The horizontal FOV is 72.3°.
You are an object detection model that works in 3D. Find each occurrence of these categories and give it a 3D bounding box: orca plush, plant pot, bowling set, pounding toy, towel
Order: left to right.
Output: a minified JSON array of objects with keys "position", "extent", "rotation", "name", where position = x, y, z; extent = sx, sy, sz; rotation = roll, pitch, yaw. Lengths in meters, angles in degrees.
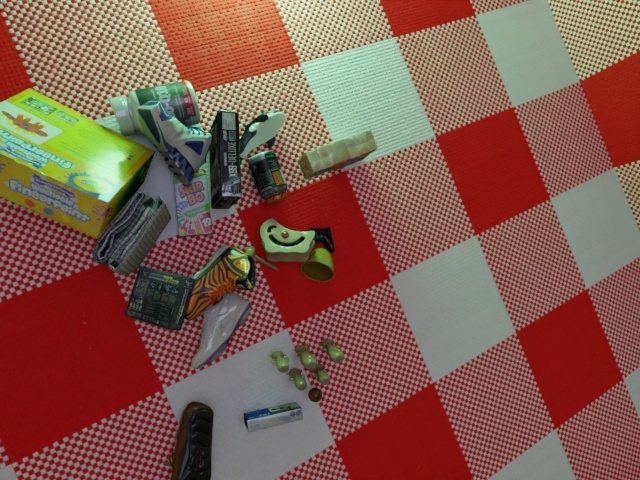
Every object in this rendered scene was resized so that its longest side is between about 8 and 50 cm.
[{"position":[-0.643,-0.027,1.500],"extent":[0.121,0.235,0.284],"rotation":[31,75,-7],"name":"towel"},{"position":[-0.266,-0.423,1.761],"extent":[0.287,0.102,0.151],"rotation":[-58,147,-5],"name":"orca plush"},{"position":[-0.157,0.017,1.726],"extent":[0.269,0.155,0.154],"rotation":[1,58,-1],"name":"pounding toy"},{"position":[-0.056,0.508,1.696],"extent":[0.286,0.154,0.200],"rotation":[-2,103,-19],"name":"bowling set"},{"position":[-0.002,0.087,1.759],"extent":[0.134,0.134,0.095],"rotation":[26,51,-14],"name":"plant pot"}]

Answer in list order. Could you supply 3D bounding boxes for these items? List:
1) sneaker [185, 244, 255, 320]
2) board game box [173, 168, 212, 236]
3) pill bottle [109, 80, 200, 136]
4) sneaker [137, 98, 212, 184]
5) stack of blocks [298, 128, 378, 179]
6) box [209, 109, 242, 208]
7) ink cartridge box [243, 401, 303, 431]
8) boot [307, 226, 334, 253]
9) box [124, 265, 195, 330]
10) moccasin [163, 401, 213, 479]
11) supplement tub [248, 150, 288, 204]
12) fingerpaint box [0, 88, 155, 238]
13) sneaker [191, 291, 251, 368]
[{"position":[-0.350,0.162,1.571],"extent":[0.180,0.125,0.321],"rotation":[19,63,22],"name":"sneaker"},{"position":[-0.487,-0.147,1.669],"extent":[0.124,0.039,0.260],"rotation":[-6,83,-19],"name":"board game box"},{"position":[-0.599,-0.477,1.600],"extent":[0.283,0.161,0.161],"rotation":[-19,90,-19],"name":"pill bottle"},{"position":[-0.500,-0.376,1.570],"extent":[0.182,0.127,0.316],"rotation":[-47,138,-27],"name":"sneaker"},{"position":[0.064,-0.346,1.795],"extent":[0.297,0.171,0.087],"rotation":[-23,91,-18],"name":"stack of blocks"},{"position":[-0.354,-0.286,1.614],"extent":[0.076,0.242,0.308],"rotation":[-1,85,-22],"name":"box"},{"position":[-0.177,0.659,1.643],"extent":[0.207,0.097,0.046],"rotation":[-6,86,-19],"name":"ink cartridge box"},{"position":[0.000,0.000,1.803],"extent":[0.099,0.045,0.121],"rotation":[-7,79,-21],"name":"boot"},{"position":[-0.557,0.197,1.518],"extent":[0.232,0.059,0.184],"rotation":[8,79,28],"name":"box"},{"position":[-0.462,0.765,1.528],"extent":[0.139,0.147,0.380],"rotation":[6,78,-32],"name":"moccasin"},{"position":[-0.202,-0.245,1.726],"extent":[0.116,0.117,0.191],"rotation":[-20,90,-19],"name":"supplement tub"},{"position":[-0.827,-0.253,1.400],"extent":[0.444,0.163,0.371],"rotation":[26,33,-14],"name":"fingerpaint box"},{"position":[-0.392,0.326,1.623],"extent":[0.152,0.114,0.305],"rotation":[32,75,7],"name":"sneaker"}]
